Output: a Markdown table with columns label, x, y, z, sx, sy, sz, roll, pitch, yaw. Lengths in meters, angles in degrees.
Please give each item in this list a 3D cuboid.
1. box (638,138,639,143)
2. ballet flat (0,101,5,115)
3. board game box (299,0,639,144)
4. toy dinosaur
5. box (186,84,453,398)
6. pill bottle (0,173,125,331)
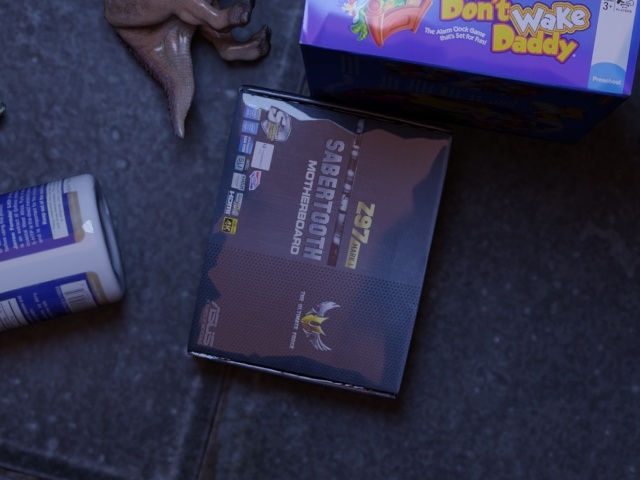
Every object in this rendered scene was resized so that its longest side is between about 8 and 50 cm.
| label | x | y | z | sx | sy | sz | roll | pitch | yaw |
| --- | --- | --- | --- | --- | --- | --- | --- | --- | --- |
| box | 0.352 | -0.089 | 1.676 | 0.137 | 0.027 | 0.094 | -37 | 87 | 0 |
| ballet flat | -0.316 | -0.083 | 1.688 | 0.114 | 0.041 | 0.041 | -23 | 88 | 0 |
| board game box | 0.108 | -0.146 | 1.524 | 0.233 | 0.347 | 0.078 | 10 | 88 | 1 |
| toy dinosaur | -0.142 | -0.241 | 1.651 | 0.200 | 0.127 | 0.295 | 6 | 100 | 9 |
| box | 0.000 | 0.000 | 1.651 | 0.183 | 0.059 | 0.232 | 13 | 97 | 1 |
| pill bottle | -0.265 | 0.019 | 1.643 | 0.187 | 0.112 | 0.112 | -14 | 88 | 0 |
